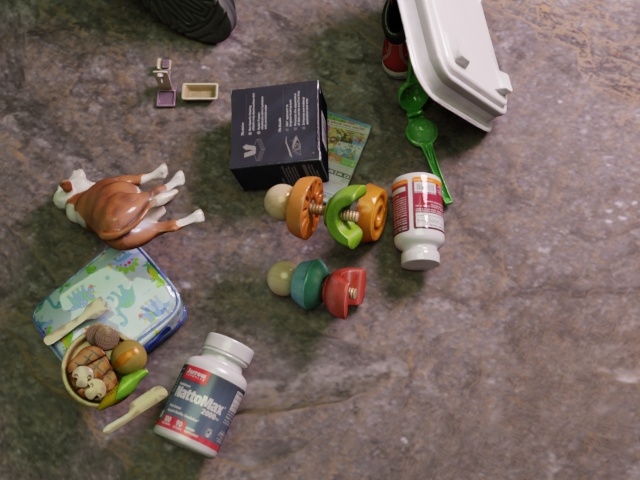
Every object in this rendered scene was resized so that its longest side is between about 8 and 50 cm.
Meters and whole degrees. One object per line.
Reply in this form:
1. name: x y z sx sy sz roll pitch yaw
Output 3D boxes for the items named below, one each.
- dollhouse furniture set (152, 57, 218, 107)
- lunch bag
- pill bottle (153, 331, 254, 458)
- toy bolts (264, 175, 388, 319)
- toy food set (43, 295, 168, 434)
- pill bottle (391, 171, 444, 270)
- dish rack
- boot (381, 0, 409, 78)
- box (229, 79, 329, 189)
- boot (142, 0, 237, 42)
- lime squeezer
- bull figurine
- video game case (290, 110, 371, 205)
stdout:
1. dollhouse furniture set: -0.242 -0.296 1.719 0.114 0.081 0.090 1 71 2
2. lunch bag: -0.342 0.124 1.574 0.219 0.090 0.176 -41 74 -11
3. pill bottle: -0.179 0.242 1.520 0.108 0.108 0.180 21 73 9
4. toy bolts: 0.000 0.000 1.589 0.159 0.218 0.228 11 104 19
5. toy food set: -0.337 0.194 1.489 0.132 0.038 0.192 -35 84 -11
6. pill bottle: 0.164 -0.031 1.613 0.086 0.086 0.151 -1 71 2
7. dish rack: 0.225 -0.369 1.629 0.072 0.286 0.332 -24 67 30
8. boot: 0.163 -0.432 1.703 0.089 0.176 0.244 12 70 11
9. box: -0.070 -0.180 1.654 0.158 0.093 0.155 -5 67 9
10. boot: -0.236 -0.634 1.803 0.367 0.146 0.445 37 53 -21
11. lime squeezer: 0.183 -0.217 1.674 0.059 0.110 0.310 -18 102 -24
12. bull figurine: -0.322 -0.060 1.579 0.188 0.101 0.310 -23 27 -19
13. video game case: 0.006 -0.148 1.696 0.119 0.015 0.166 20 73 9
